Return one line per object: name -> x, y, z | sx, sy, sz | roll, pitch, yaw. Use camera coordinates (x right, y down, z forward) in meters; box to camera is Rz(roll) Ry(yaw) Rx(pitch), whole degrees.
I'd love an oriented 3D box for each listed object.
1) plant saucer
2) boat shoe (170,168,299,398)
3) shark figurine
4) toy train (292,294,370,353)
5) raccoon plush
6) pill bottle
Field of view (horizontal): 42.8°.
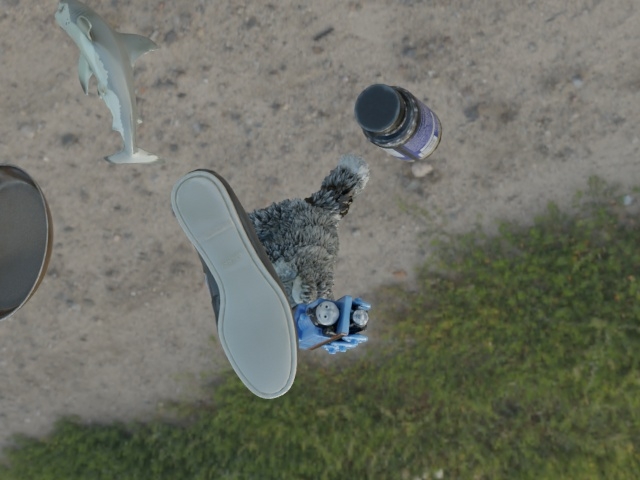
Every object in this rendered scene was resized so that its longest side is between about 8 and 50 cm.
plant saucer -> -0.618, 0.007, 1.581 | 0.310, 0.310, 0.050 | -24, 161, 26
boat shoe -> -0.110, 0.055, 1.157 | 0.112, 0.095, 0.335 | -22, 91, 7
shark figurine -> -0.282, -0.238, 1.186 | 0.166, 0.116, 0.278 | 0, 113, 61
toy train -> 0.010, 0.137, 1.325 | 0.105, 0.080, 0.184 | 12, 161, -17
raccoon plush -> 0.000, 0.000, 1.593 | 0.216, 0.446, 0.299 | 39, 169, -35
pill bottle -> 0.152, -0.234, 1.612 | 0.123, 0.123, 0.219 | -20, 165, 22
